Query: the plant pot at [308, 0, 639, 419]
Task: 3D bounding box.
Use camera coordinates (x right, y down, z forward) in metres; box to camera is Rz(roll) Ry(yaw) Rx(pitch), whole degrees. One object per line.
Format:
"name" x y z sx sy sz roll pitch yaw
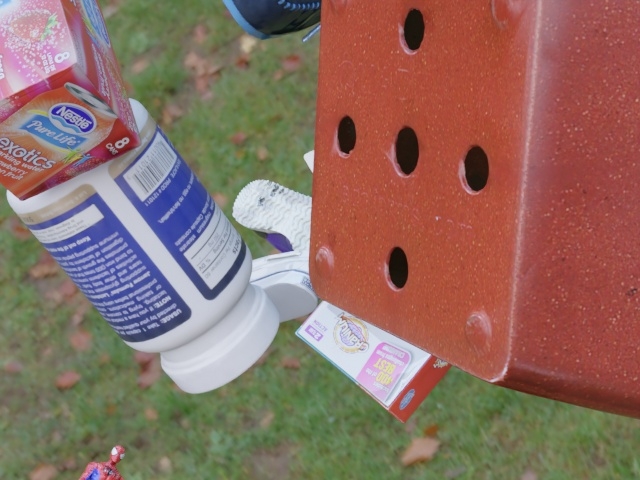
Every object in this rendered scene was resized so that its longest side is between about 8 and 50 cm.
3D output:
"plant pot" 0.139 -0.046 0.626 0.235 0.267 0.267 -4 14 -28

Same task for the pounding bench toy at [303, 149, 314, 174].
"pounding bench toy" 0.032 -0.029 0.860 0.052 0.065 0.083 -27 51 -4

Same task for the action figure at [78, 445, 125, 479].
"action figure" -0.174 0.205 0.933 0.030 0.038 0.115 -52 13 49

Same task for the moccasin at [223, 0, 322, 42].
"moccasin" 0.020 -0.277 1.064 0.117 0.138 0.342 -16 21 32

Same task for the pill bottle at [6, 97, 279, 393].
"pill bottle" -0.160 0.010 1.171 0.153 0.265 0.153 -29 24 14

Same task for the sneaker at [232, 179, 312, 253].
"sneaker" 0.000 -0.001 1.937 0.293 0.146 0.102 32 86 44

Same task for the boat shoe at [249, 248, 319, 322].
"boat shoe" -0.097 0.070 1.775 0.267 0.096 0.088 -22 35 43

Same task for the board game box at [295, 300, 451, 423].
"board game box" 0.144 0.097 1.963 0.316 0.064 0.242 -49 48 -4

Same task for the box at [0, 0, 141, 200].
"box" -0.255 -0.182 1.043 0.122 0.128 0.257 -24 58 5
